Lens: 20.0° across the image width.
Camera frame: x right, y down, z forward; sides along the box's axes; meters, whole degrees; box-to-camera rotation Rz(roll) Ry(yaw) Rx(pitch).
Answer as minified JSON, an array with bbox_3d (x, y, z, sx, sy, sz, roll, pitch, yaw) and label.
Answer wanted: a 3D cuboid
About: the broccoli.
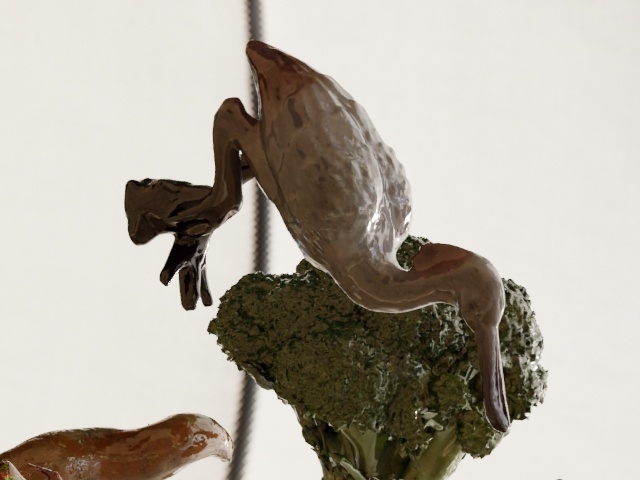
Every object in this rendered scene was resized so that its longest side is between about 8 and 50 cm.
[{"bbox_3d":[0.053,0.128,1.669,0.321,0.303,0.283,-119,-149,-72],"label":"broccoli"}]

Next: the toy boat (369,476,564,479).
[{"bbox_3d":[0.125,0.218,1.213,0.269,0.141,0.141,-2,-134,32],"label":"toy boat"}]

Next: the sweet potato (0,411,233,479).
[{"bbox_3d":[-0.156,0.154,1.289,0.202,0.055,0.058,-9,-145,-22],"label":"sweet potato"}]

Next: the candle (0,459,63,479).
[{"bbox_3d":[-0.167,0.148,0.811,0.130,0.052,0.052,-40,-157,-9],"label":"candle"}]

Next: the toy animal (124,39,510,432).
[{"bbox_3d":[0.015,-0.018,1.207,0.324,0.090,0.195,18,-76,33],"label":"toy animal"}]
